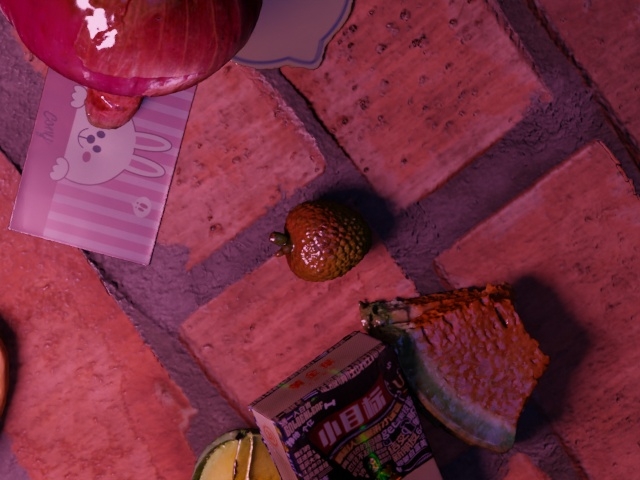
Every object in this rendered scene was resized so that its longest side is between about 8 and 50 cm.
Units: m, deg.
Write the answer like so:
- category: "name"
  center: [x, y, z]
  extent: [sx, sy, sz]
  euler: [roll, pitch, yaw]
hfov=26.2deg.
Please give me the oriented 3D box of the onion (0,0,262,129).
- category: "onion"
  center: [-0.244, -0.293, 1.717]
  extent: [0.347, 0.348, 0.385]
  euler: [10, 134, -8]

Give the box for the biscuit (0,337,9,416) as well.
- category: "biscuit"
  center: [-0.618, 0.215, 1.862]
  extent: [0.365, 0.062, 0.385]
  euler: [41, 93, -8]

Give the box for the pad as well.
- category: "pad"
  center: [-0.291, -0.131, 1.866]
  extent: [0.202, 0.005, 0.300]
  euler: [15, 97, -8]

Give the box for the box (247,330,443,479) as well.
- category: "box"
  center: [0.049, 0.303, 1.872]
  extent: [0.198, 0.084, 0.310]
  euler: [-32, 117, -22]

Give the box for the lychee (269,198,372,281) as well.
- category: "lychee"
  center: [0.000, 0.000, 1.867]
  extent: [0.146, 0.114, 0.114]
  euler: [-9, 101, -24]

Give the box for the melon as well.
- category: "melon"
  center: [-0.086, 0.378, 1.923]
  extent: [0.169, 0.129, 0.265]
  euler: [2, 96, -35]

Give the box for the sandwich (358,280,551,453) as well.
- category: "sandwich"
  center: [0.207, 0.176, 1.917]
  extent: [0.212, 0.109, 0.292]
  euler: [-28, 101, 0]

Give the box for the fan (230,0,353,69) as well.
- category: "fan"
  center: [-0.084, -0.378, 1.844]
  extent: [0.229, 0.011, 0.335]
  euler: [-29, 103, 0]
